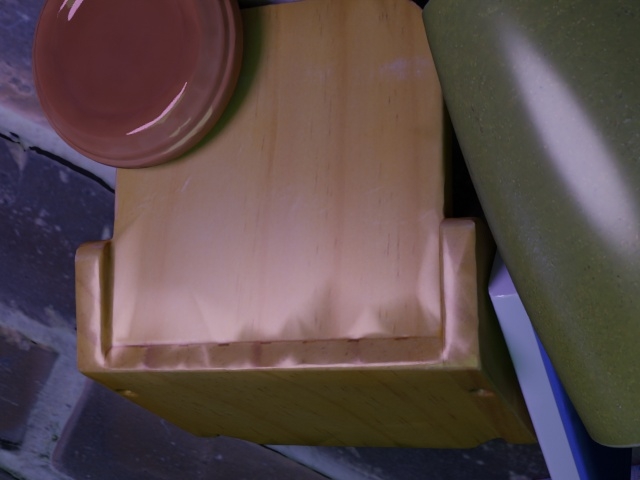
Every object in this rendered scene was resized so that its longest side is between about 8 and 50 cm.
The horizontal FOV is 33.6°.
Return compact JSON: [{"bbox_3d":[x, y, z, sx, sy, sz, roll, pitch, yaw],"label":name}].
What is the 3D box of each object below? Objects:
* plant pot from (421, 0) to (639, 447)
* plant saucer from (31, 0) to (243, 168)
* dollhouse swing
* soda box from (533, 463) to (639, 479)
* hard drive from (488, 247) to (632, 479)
[{"bbox_3d":[0.203,-0.068,0.680,0.275,0.275,0.293,-36,89,33],"label":"plant pot"},{"bbox_3d":[-0.160,-0.160,0.876,0.200,0.037,0.200,-1,88,21],"label":"plant saucer"},{"bbox_3d":[0.000,0.000,0.952,0.347,0.305,0.315,-4,154,22],"label":"dollhouse swing"},{"bbox_3d":[0.288,0.286,1.121,0.183,0.058,0.063,-15,119,25],"label":"soda box"},{"bbox_3d":[0.218,0.108,0.918,0.040,0.210,0.318,-9,122,24],"label":"hard drive"}]
